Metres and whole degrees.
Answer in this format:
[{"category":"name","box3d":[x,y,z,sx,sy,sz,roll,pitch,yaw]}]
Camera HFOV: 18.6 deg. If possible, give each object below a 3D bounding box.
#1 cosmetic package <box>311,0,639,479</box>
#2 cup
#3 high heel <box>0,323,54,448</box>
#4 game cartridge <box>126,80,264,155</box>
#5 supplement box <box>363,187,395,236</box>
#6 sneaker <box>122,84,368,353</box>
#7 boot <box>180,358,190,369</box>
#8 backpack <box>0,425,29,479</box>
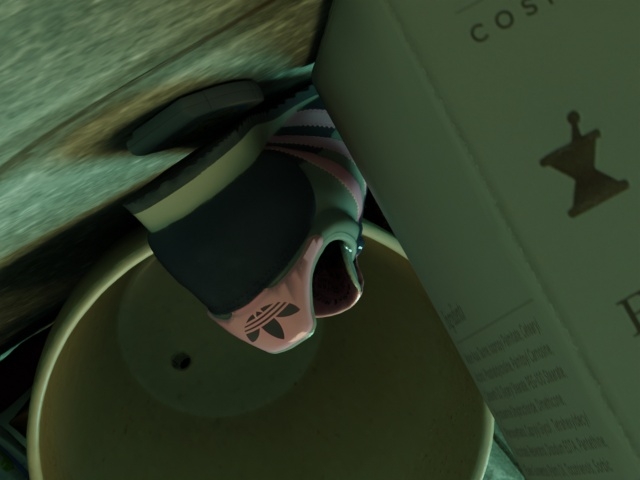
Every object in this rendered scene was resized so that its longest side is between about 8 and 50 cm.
[{"category":"cosmetic package","box3d":[0.231,-0.027,1.050,0.329,0.394,0.327,-28,175,-6]},{"category":"cup","box3d":[-0.059,0.099,1.461,0.331,0.331,0.237,-29,-159,-1]},{"category":"high heel","box3d":[-0.235,0.132,1.775,0.181,0.127,0.377,-49,-163,-25]},{"category":"game cartridge","box3d":[-0.069,-0.072,1.125,0.056,0.017,0.083,-36,172,32]},{"category":"supplement box","box3d":[0.076,-0.054,1.442,0.073,0.130,0.239,-27,174,-20]},{"category":"sneaker","box3d":[-0.016,-0.017,1.223,0.112,0.131,0.319,-33,-178,25]},{"category":"boot","box3d":[0.017,0.230,1.599,0.367,0.445,0.146,-7,146,24]},{"category":"backpack","box3d":[-0.304,0.305,1.671,0.273,0.356,0.290,-26,174,-38]}]
